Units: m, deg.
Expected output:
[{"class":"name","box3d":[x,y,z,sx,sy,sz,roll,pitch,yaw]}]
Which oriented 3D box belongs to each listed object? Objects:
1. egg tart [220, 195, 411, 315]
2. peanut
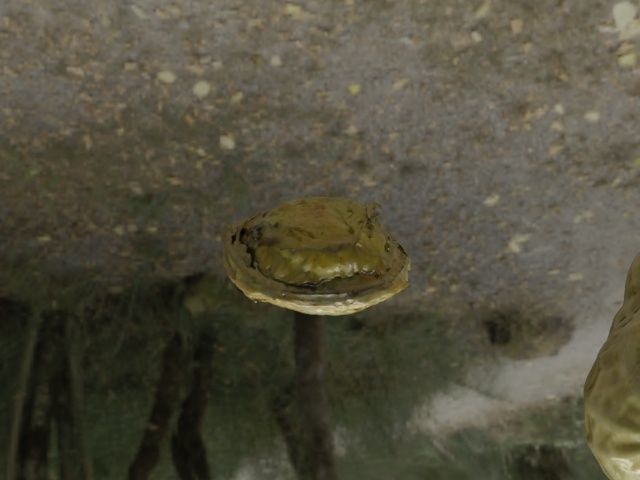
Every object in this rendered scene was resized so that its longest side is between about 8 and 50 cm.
[{"class":"egg tart","box3d":[0.000,0.000,1.372,0.291,0.291,0.107,-1,116,-11]},{"class":"peanut","box3d":[0.346,0.108,0.972,0.147,0.305,0.147,19,142,16]}]
